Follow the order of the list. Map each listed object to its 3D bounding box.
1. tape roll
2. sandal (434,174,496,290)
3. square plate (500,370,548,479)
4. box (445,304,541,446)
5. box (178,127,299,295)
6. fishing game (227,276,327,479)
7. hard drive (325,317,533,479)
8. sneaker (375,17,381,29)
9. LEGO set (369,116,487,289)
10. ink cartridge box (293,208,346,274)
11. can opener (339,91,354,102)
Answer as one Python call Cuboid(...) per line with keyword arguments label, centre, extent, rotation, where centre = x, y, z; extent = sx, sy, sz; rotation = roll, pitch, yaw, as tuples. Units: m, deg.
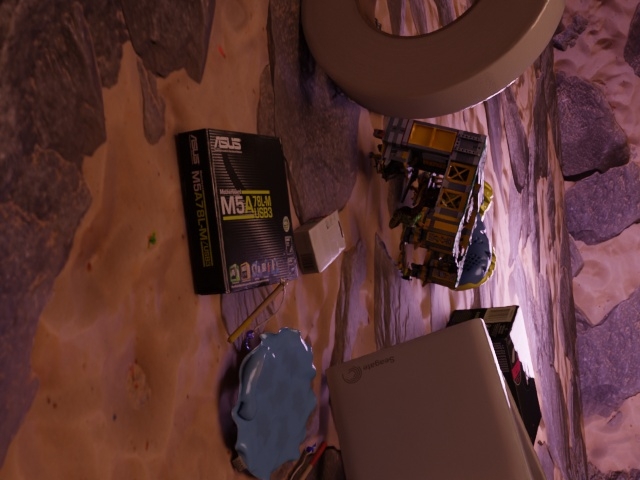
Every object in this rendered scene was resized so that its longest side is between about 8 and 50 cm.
Cuboid(label="tape roll", centre=(0.158, -0.364, 1.288), extent=(0.072, 0.392, 0.392), rotation=(36, 51, -58))
Cuboid(label="sandal", centre=(0.275, -0.039, 1.796), extent=(0.138, 0.126, 0.317), rotation=(54, 29, -41))
Cuboid(label="square plate", centre=(0.189, 0.404, 1.365), extent=(0.347, 0.049, 0.344), rotation=(-42, 131, -15))
Cuboid(label="box", centre=(0.348, 0.287, 1.819), extent=(0.165, 0.143, 0.270), rotation=(-46, 126, -59))
Cuboid(label="box", centre=(-0.092, -0.035, 1.062), extent=(0.191, 0.045, 0.184), rotation=(-5, 91, -66))
Cuboid(label="fishing game", centre=(-0.060, 0.195, 1.078), extent=(0.189, 0.041, 0.264), rotation=(-50, 135, -48))
Cuboid(label="hard drive", centre=(0.148, 0.296, 1.158), extent=(0.047, 0.233, 0.353), rotation=(50, 24, -55))
Cuboid(label="sneaker", centre=(0.066, -0.359, 1.475), extent=(0.158, 0.065, 0.061), rotation=(44, 45, -55))
Cuboid(label="LEGO set", centre=(0.163, -0.064, 1.527), extent=(0.331, 0.192, 0.255), rotation=(40, 65, -75))
Cuboid(label="ink cartridge box", centre=(0.000, 0.000, 1.273), extent=(0.115, 0.029, 0.062), rotation=(-41, 120, -63))
Cuboid(label="can opener", centre=(0.103, -0.256, 1.509), extent=(0.280, 0.093, 0.074), rotation=(-1, 84, -70))
